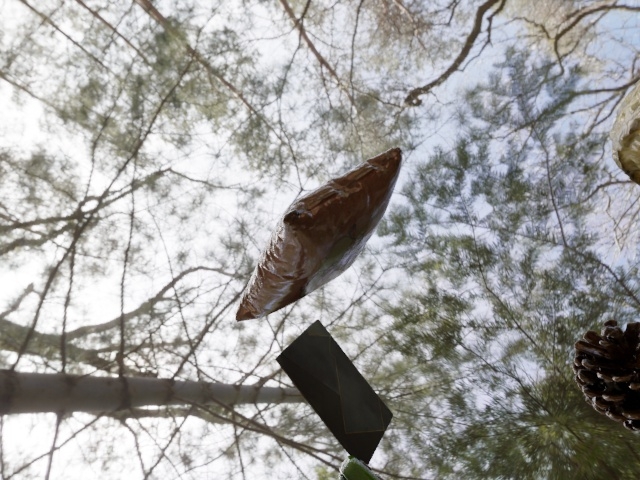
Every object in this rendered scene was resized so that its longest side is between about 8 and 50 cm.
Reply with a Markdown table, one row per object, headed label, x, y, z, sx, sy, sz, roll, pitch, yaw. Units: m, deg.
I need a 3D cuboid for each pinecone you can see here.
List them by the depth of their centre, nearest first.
| label | x | y | z | sx | sy | sz | roll | pitch | yaw |
| --- | --- | --- | --- | --- | --- | --- | --- | --- | --- |
| pinecone | 0.533 | 0.232 | 0.737 | 0.185 | 0.212 | 0.168 | 7 | -117 | 59 |

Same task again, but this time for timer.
| label | x | y | z | sx | sy | sz | roll | pitch | yaw |
| --- | --- | --- | --- | --- | --- | --- | --- | --- | --- |
| timer | 0.089 | 0.363 | 0.593 | 0.047 | 0.128 | 0.140 | -46 | -146 | -17 |

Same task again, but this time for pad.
| label | x | y | z | sx | sy | sz | roll | pitch | yaw |
| --- | --- | --- | --- | --- | --- | --- | --- | --- | --- |
| pad | 0.034 | 0.271 | 0.791 | 0.004 | 0.163 | 0.243 | -42 | -95 | 31 |

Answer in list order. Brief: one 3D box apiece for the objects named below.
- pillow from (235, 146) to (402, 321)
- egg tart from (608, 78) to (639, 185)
| label | x | y | z | sx | sy | sz | roll | pitch | yaw |
| --- | --- | --- | --- | --- | --- | --- | --- | --- | --- |
| pillow | 0.000 | 0.000 | 0.560 | 0.084 | 0.223 | 0.236 | 44 | -43 | 17 |
| egg tart | 0.598 | -0.146 | 0.500 | 0.443 | 0.443 | 0.178 | -13 | -119 | 24 |
